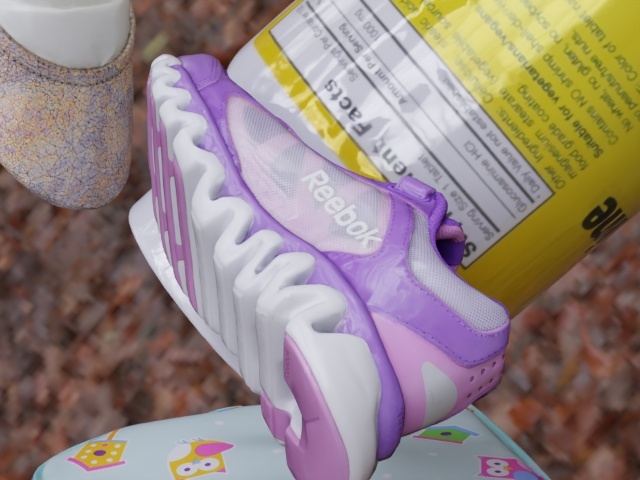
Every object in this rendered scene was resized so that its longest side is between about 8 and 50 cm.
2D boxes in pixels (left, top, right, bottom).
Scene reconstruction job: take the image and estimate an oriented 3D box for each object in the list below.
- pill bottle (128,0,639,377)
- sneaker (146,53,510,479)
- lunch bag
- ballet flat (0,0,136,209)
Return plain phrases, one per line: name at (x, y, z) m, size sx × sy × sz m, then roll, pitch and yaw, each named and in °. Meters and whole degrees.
pill bottle at (0.076, -0.069, 0.836) m, size 0.334 × 0.188 × 0.188 m, roll -40°, pitch 32°, yaw 7°
sneaker at (0.000, 0.000, 0.709) m, size 0.104 × 0.095 × 0.236 m, roll -19°, pitch 45°, yaw -17°
lunch bag at (-0.015, 0.173, 0.930) m, size 0.279 × 0.108 × 0.224 m, roll -8°, pitch 19°, yaw -16°
ballet flat at (-0.160, -0.172, 0.888) m, size 0.107 × 0.316 × 0.106 m, roll -15°, pitch -12°, yaw -41°
